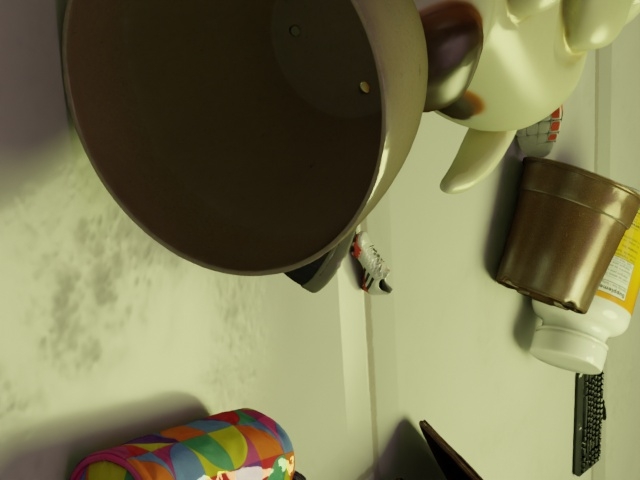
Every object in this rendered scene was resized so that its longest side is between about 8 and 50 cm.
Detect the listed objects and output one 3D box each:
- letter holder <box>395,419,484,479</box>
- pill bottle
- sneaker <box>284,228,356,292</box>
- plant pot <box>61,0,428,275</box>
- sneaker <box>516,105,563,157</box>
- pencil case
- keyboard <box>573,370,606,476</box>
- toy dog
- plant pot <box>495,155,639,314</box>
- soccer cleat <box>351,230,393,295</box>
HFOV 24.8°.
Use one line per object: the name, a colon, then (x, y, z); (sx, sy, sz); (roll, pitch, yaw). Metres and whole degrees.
letter holder: (0.159, 0.383, 1.752); (0.152, 0.214, 0.302); (-37, 139, -7)
pill bottle: (0.367, 0.051, 1.983); (0.136, 0.136, 0.246); (40, 65, -56)
sneaker: (-0.020, -0.058, 1.361); (0.118, 0.083, 0.222); (34, 33, -14)
plant pot: (-0.029, -0.138, 1.118); (0.191, 0.284, 0.284); (-33, 126, -52)
sneaker: (0.290, -0.184, 1.864); (0.065, 0.061, 0.158); (-22, 118, -62)
pencil case: (-0.114, 0.212, 1.265); (0.236, 0.104, 0.104); (-3, 102, -57)
keyboard: (0.424, 0.267, 2.258); (0.108, 0.023, 0.180); (-29, 124, -53)
toy dog: (0.100, -0.233, 1.372); (0.408, 0.284, 0.395); (-15, 133, -56)
plant pot: (0.310, -0.002, 1.866); (0.167, 0.167, 0.165); (26, 85, -59)
soccer cleat: (0.057, 0.025, 1.554); (0.029, 0.035, 0.083); (-49, 138, -41)
